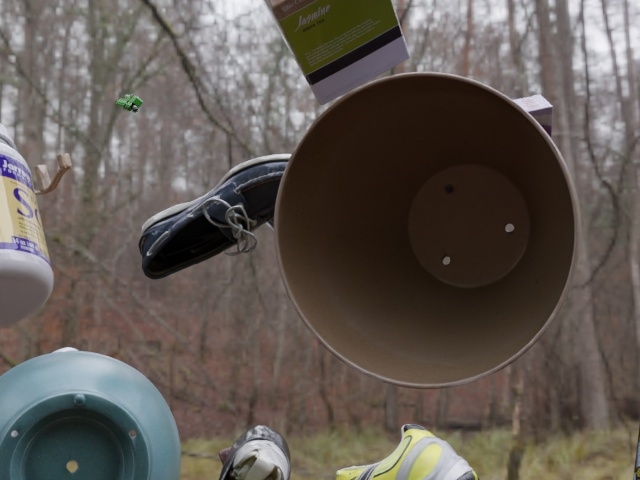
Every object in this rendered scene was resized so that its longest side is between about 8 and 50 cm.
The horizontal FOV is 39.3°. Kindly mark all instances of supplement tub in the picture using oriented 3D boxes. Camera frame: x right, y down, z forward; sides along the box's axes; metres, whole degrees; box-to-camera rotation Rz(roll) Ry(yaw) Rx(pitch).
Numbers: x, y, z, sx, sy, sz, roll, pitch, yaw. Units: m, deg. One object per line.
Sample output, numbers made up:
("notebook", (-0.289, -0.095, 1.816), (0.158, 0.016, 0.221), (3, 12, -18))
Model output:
("supplement tub", (-0.618, -0.031, 1.580), (0.241, 0.331, 0.241), (-16, -26, -8))

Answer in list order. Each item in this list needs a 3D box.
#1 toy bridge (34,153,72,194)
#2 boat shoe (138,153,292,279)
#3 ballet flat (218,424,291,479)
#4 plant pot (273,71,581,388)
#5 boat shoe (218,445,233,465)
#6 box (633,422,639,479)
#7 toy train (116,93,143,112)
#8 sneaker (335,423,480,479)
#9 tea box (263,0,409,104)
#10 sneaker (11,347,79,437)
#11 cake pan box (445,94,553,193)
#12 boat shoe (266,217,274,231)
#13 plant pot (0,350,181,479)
("toy bridge", (-0.623, -0.139, 2.019), (0.188, 0.063, 0.026), (-18, -5, 34))
("boat shoe", (-0.124, -0.027, 1.146), (0.255, 0.079, 0.095), (-22, -48, 13))
("ballet flat", (-0.090, 0.328, 1.134), (0.095, 0.280, 0.096), (31, -50, -3))
("plant pot", (0.122, -0.012, 0.885), (0.284, 0.284, 0.191), (-5, 1, 24))
("boat shoe", (-0.155, 0.628, 2.027), (0.123, 0.341, 0.123), (-13, -3, -5))
("box", (0.436, 0.265, 1.093), (0.027, 0.093, 0.137), (16, -15, -13))
("toy train", (-0.275, -0.199, 1.292), (0.017, 0.023, 0.083), (37, -5, -28))
("sneaker", (0.052, 0.432, 1.341), (0.385, 0.147, 0.145), (-35, -37, -6))
("tea box", (-0.011, -0.516, 1.799), (0.220, 0.329, 0.323), (-28, -32, 2))
("sneaker", (-0.399, 0.307, 1.263), (0.169, 0.292, 0.108), (39, 2, 36))
("cake pan box", (0.323, -0.147, 1.775), (0.267, 0.245, 0.070), (-11, 32, -8))
("boat shoe", (0.000, 0.000, 1.629), (0.301, 0.102, 0.108), (36, 42, 21))
("plant pot", (-0.306, 0.275, 1.100), (0.293, 0.292, 0.196), (1, -11, -16))
